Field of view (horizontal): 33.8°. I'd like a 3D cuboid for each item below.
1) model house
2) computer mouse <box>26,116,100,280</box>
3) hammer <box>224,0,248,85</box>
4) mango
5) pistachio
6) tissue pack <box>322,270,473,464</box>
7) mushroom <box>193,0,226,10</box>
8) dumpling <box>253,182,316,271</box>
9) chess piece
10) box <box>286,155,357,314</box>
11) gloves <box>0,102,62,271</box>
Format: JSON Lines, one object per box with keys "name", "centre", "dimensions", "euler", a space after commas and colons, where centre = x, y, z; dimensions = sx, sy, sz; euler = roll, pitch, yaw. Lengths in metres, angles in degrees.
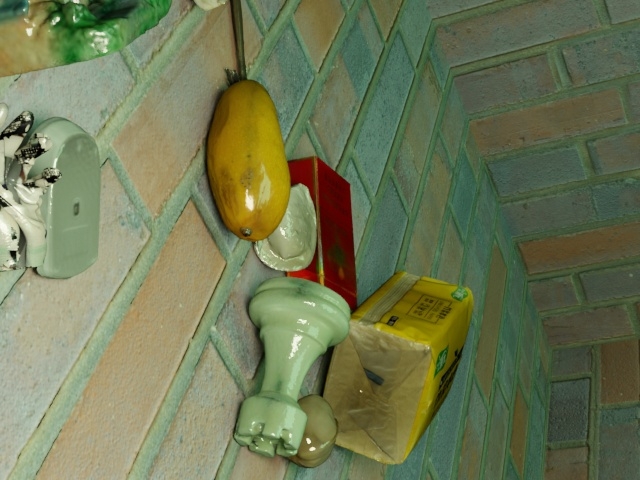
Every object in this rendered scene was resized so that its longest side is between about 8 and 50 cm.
{"name": "model house", "centre": [-0.373, -0.392, 1.398], "dimensions": [0.312, 0.245, 0.280], "euler": [-67, 147, -63]}
{"name": "computer mouse", "centre": [-0.369, -0.058, 1.480], "dimensions": [0.128, 0.079, 0.231], "euler": [-11, 106, -64]}
{"name": "hammer", "centre": [-0.168, -0.428, 2.155], "dimensions": [0.125, 0.027, 0.297], "euler": [28, 55, -67]}
{"name": "mango", "centre": [-0.136, -0.160, 1.969], "dimensions": [0.187, 0.143, 0.360], "euler": [60, 22, -61]}
{"name": "pistachio", "centre": [-0.020, 0.364, 2.011], "dimensions": [0.185, 0.124, 0.125], "euler": [-57, 131, -62]}
{"name": "tissue pack", "centre": [0.171, 0.261, 2.279], "dimensions": [0.382, 0.228, 0.293], "euler": [-33, 139, -64]}
{"name": "mushroom", "centre": [-0.229, -0.598, 2.011], "dimensions": [0.109, 0.097, 0.352], "euler": [14, 65, -65]}
{"name": "dumpling", "centre": [-0.064, -0.021, 2.115], "dimensions": [0.150, 0.092, 0.176], "euler": [50, 32, -27]}
{"name": "chess piece", "centre": [-0.064, 0.236, 1.922], "dimensions": [0.194, 0.194, 0.299], "euler": [52, 44, -46]}
{"name": "box", "centre": [0.000, -0.001, 2.263], "dimensions": [0.197, 0.089, 0.314], "euler": [35, 48, -62]}
{"name": "gloves", "centre": [-0.408, -0.067, 1.356], "dimensions": [0.127, 0.111, 0.212], "euler": [-9, 91, -40]}
